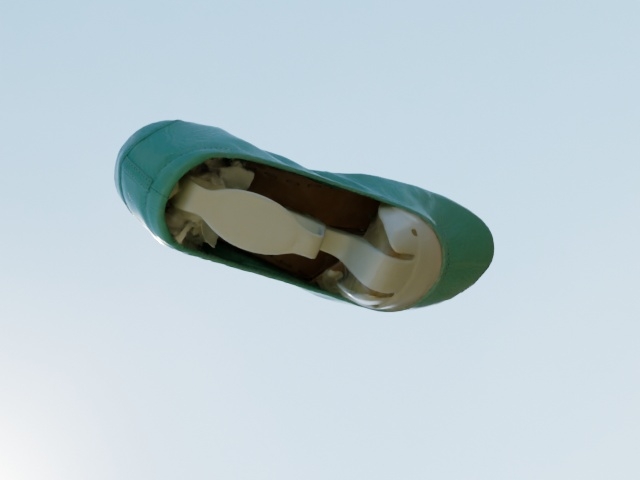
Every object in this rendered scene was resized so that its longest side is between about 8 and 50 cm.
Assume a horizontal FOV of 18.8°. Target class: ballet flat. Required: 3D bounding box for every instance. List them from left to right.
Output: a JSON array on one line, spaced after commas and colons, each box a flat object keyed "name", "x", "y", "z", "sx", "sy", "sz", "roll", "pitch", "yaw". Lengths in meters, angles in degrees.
[{"name": "ballet flat", "x": 0.000, "y": 0.000, "z": 1.110, "sx": 0.247, "sy": 0.087, "sz": 0.083, "roll": 17, "pitch": -71, "yaw": -23}]
